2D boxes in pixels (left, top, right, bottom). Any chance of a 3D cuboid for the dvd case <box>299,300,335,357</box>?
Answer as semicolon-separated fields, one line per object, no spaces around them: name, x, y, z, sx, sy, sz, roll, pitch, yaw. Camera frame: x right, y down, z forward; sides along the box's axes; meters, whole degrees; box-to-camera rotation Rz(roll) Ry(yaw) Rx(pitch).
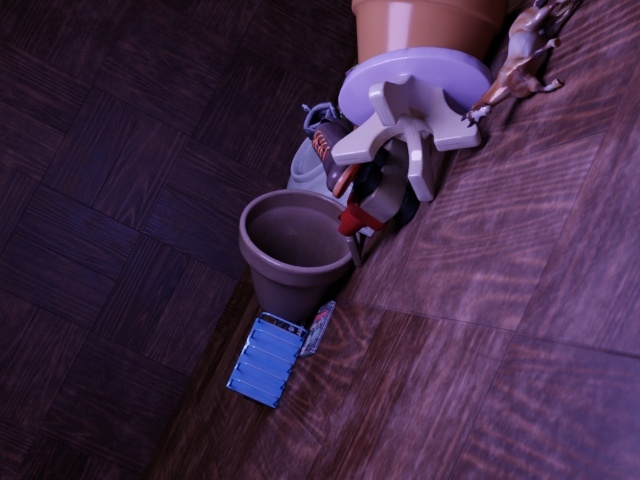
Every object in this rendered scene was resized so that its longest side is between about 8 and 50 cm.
dvd case;-0.007;0.190;1.736;0.119;0.013;0.087;-65;10;-20

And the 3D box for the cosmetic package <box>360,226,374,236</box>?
cosmetic package;0.092;-0.057;1.747;0.041;0.060;0.115;-59;9;21

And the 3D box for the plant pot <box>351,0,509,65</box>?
plant pot;0.187;-0.367;1.514;0.291;0.290;0.204;-167;88;-80

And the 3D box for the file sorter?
file sorter;-0.114;0.258;1.762;0.104;0.118;0.170;119;175;-69

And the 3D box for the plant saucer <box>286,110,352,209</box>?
plant saucer;0.034;-0.206;1.976;0.400;0.100;0.400;-38;28;24

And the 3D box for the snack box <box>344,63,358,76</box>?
snack box;0.181;-0.422;1.823;0.174;0.070;0.207;-39;10;-36

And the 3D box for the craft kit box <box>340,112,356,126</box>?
craft kit box;0.176;-0.333;1.761;0.250;0.061;0.246;-35;6;-5

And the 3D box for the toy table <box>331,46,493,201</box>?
toy table;0.148;-0.205;1.374;0.274;0.252;0.161;-15;43;35

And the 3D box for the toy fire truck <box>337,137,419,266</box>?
toy fire truck;0.099;-0.079;1.596;0.246;0.158;0.217;-39;24;43

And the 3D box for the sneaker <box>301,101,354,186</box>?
sneaker;0.050;-0.206;1.757;0.101;0.153;0.268;-46;54;0

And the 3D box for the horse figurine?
horse figurine;0.314;-0.290;1.186;0.263;0.066;0.174;-68;16;-15

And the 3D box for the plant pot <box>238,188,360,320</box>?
plant pot;-0.055;0.052;1.802;0.263;0.263;0.229;-73;-5;-47

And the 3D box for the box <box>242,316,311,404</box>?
box;-0.103;0.272;1.913;0.220;0.051;0.175;-67;10;-23

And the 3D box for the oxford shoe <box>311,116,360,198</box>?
oxford shoe;0.023;-0.159;1.521;0.097;0.098;0.271;-60;9;23

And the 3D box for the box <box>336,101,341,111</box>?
box;0.143;-0.397;2.207;0.232;0.126;0.149;-56;11;39
